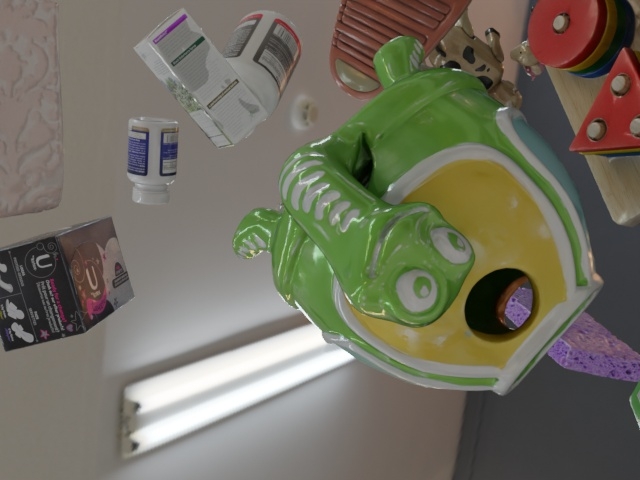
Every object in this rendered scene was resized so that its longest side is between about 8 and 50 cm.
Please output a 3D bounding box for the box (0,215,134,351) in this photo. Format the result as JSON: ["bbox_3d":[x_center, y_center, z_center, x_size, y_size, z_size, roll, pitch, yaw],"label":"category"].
[{"bbox_3d":[-0.423,0.064,1.316,0.247,0.142,0.163,-57,-48,-80],"label":"box"}]

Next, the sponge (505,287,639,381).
[{"bbox_3d":[0.312,0.113,1.024,0.117,0.210,0.031,12,-75,-17],"label":"sponge"}]

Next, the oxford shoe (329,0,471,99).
[{"bbox_3d":[0.151,-0.338,0.948,0.397,0.140,0.146,-56,-15,12],"label":"oxford shoe"}]

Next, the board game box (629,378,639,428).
[{"bbox_3d":[0.448,0.087,0.635,0.064,0.316,0.242,-82,1,-57],"label":"board game box"}]

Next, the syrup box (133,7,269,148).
[{"bbox_3d":[-0.211,-0.283,1.413,0.096,0.093,0.237,-45,-70,-18],"label":"syrup box"}]

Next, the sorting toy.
[{"bbox_3d":[0.320,-0.187,0.760,0.089,0.255,0.257,4,-121,-35],"label":"sorting toy"}]

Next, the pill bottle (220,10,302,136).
[{"bbox_3d":[-0.165,-0.390,1.895,0.176,0.176,0.318,70,-151,-42],"label":"pill bottle"}]

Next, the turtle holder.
[{"bbox_3d":[0.093,-0.009,0.601,0.243,0.227,0.320,-42,-19,-14],"label":"turtle holder"}]

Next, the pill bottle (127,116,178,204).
[{"bbox_3d":[-0.380,-0.180,1.807,0.112,0.112,0.187,-14,-67,-54],"label":"pill bottle"}]

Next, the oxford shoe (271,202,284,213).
[{"bbox_3d":[-0.050,0.011,1.925,0.130,0.449,0.169,-41,-64,-1],"label":"oxford shoe"}]

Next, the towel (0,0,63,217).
[{"bbox_3d":[-0.496,-0.175,1.086,0.332,0.053,0.317,-18,-65,-55],"label":"towel"}]

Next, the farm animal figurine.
[{"bbox_3d":[0.338,-0.334,1.525,0.330,0.327,0.172,127,151,-48],"label":"farm animal figurine"}]
